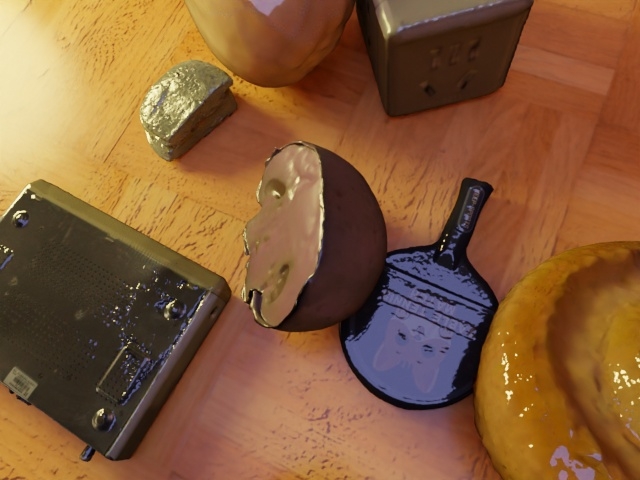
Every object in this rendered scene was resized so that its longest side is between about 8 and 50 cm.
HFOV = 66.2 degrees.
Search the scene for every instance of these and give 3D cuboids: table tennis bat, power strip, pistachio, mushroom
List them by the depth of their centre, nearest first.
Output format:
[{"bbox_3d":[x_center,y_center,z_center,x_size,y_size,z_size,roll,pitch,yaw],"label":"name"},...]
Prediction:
[{"bbox_3d":[0.000,0.000,0.456,0.117,0.141,0.188,14,54,-19],"label":"mushroom"},{"bbox_3d":[0.111,0.045,0.476,0.150,0.027,0.236,23,77,15],"label":"table tennis bat"},{"bbox_3d":[0.111,-0.272,0.528,0.139,0.140,0.224,-13,70,4],"label":"power strip"},{"bbox_3d":[-0.075,-0.294,0.535,0.187,0.187,0.299,-30,62,-4],"label":"pistachio"}]

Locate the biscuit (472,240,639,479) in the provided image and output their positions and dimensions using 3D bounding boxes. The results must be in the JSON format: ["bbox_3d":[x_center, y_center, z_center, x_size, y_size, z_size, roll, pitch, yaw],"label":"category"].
[{"bbox_3d":[0.264,0.119,0.347,0.296,0.102,0.296,4,51,-5],"label":"biscuit"}]

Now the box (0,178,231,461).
[{"bbox_3d":[-0.254,0.071,0.500,0.270,0.045,0.210,28,75,16],"label":"box"}]

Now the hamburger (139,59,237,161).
[{"bbox_3d":[-0.162,-0.158,0.569,0.084,0.054,0.121,42,87,17],"label":"hamburger"}]
